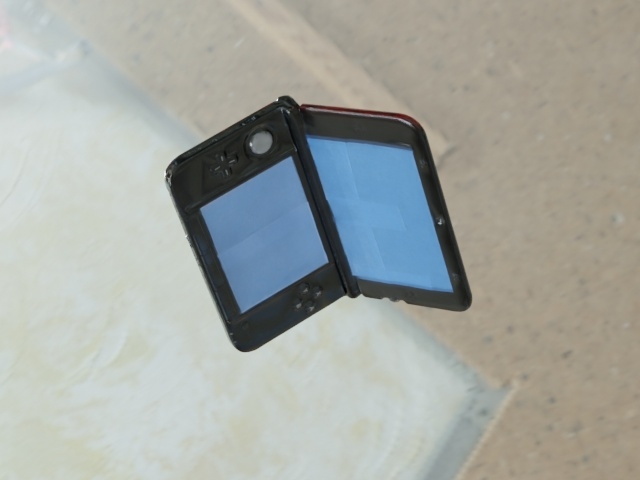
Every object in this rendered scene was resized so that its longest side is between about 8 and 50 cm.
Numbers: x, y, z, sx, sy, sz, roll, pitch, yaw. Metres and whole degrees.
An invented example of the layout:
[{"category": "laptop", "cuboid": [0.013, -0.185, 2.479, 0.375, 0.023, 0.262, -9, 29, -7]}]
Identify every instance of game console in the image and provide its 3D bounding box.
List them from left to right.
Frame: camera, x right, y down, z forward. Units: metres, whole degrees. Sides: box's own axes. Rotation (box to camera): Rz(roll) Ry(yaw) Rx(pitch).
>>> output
[{"category": "game console", "cuboid": [0.000, 0.000, 1.011, 0.124, 0.085, 0.144, -31, -51, -15]}]
